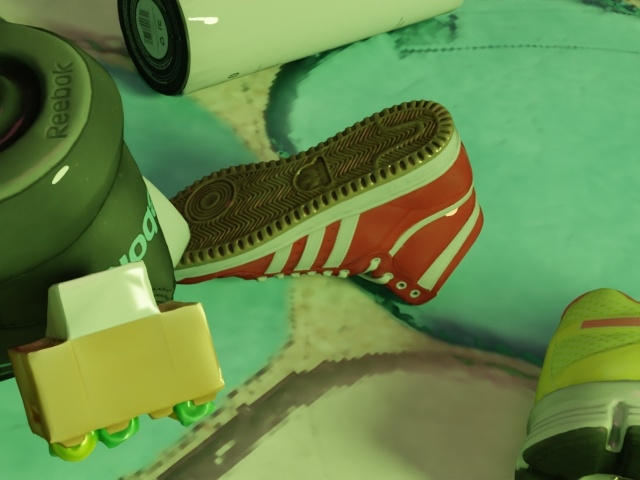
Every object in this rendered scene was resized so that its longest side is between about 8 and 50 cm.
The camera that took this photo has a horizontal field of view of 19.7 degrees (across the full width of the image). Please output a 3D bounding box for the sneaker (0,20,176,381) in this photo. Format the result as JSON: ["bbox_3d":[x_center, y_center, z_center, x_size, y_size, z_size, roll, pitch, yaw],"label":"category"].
[{"bbox_3d":[-0.169,0.017,0.531,0.267,0.106,0.101,-7,53,17],"label":"sneaker"}]

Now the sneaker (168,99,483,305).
[{"bbox_3d":[0.000,0.000,0.640,0.118,0.067,0.042,-21,47,10],"label":"sneaker"}]

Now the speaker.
[{"bbox_3d":[-0.008,-0.099,0.724,0.136,0.055,0.055,-20,52,-29],"label":"speaker"}]

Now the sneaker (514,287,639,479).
[{"bbox_3d":[0.167,0.053,0.586,0.208,0.081,0.094,9,41,-2],"label":"sneaker"}]

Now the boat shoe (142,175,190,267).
[{"bbox_3d":[-0.154,-0.026,0.613,0.226,0.083,0.076,26,72,15],"label":"boat shoe"}]

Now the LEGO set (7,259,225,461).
[{"bbox_3d":[-0.142,0.080,0.403,0.287,0.132,0.107,1,57,-45],"label":"LEGO set"}]
